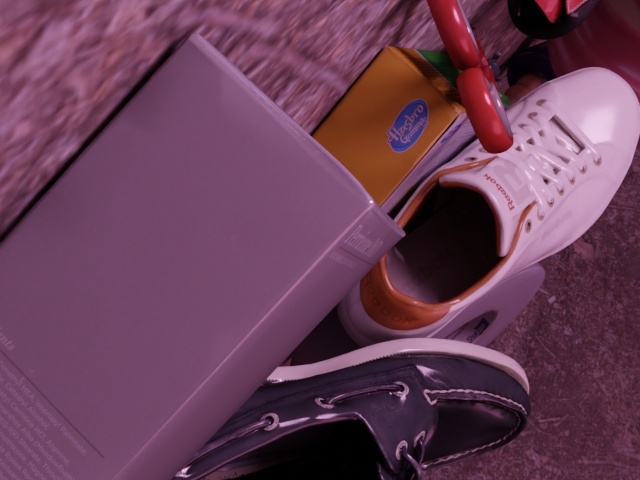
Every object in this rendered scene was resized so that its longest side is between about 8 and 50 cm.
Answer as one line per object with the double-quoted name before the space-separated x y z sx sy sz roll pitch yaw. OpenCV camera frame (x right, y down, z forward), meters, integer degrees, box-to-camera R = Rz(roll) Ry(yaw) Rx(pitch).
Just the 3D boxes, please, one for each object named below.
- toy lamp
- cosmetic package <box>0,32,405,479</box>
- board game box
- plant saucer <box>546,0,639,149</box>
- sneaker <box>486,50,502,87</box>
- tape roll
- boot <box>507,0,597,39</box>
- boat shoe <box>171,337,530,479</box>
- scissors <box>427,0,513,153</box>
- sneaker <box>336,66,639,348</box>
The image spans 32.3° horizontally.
"toy lamp" 0.189 -0.130 1.150 0.275 0.080 0.080 -42 171 -34
"cosmetic package" -0.082 0.044 0.453 0.238 0.107 0.127 -45 170 5
"board game box" 0.000 0.000 0.822 0.316 0.064 0.242 -49 172 17
"plant saucer" 0.377 -0.199 1.004 0.332 0.332 0.084 -43 148 -29
"sneaker" 0.138 -0.140 0.985 0.069 0.038 0.098 -50 -178 9
"tape roll" 0.082 0.070 0.929 0.219 0.072 0.219 -35 160 -14
"boot" 0.230 -0.240 0.791 0.176 0.088 0.244 -41 174 -28
"boat shoe" 0.006 0.139 0.715 0.340 0.113 0.127 6 131 -30
"scissors" 0.104 -0.108 0.733 0.021 0.109 0.297 -23 179 12
"sneaker" 0.140 -0.031 0.775 0.290 0.106 0.123 -43 174 -18
